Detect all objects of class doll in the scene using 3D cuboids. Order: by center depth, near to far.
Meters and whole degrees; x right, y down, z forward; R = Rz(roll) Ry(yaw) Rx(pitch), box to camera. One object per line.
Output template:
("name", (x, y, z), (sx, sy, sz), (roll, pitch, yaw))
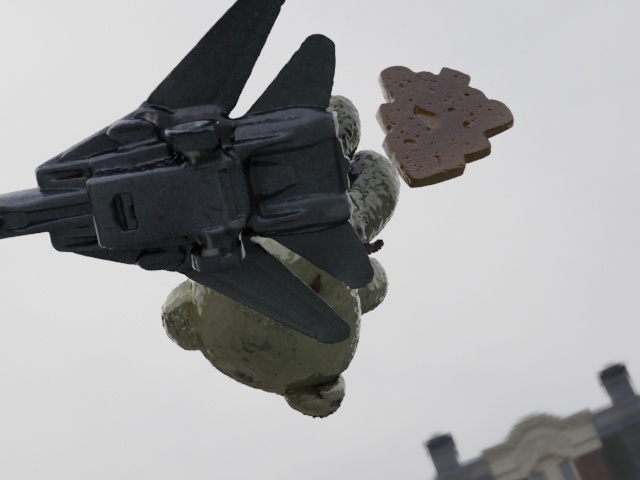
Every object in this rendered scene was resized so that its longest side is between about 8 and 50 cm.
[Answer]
("doll", (-0.002, -0.003, 1.071), (0.175, 0.278, 0.149), (29, -36, -7))

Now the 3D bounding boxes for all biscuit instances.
("biscuit", (0.165, -0.161, 1.846), (0.212, 0.239, 0.041), (22, -36, 3))

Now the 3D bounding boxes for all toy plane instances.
("toy plane", (-0.112, -0.023, 0.714), (0.267, 0.088, 0.212), (-10, -77, 1))
